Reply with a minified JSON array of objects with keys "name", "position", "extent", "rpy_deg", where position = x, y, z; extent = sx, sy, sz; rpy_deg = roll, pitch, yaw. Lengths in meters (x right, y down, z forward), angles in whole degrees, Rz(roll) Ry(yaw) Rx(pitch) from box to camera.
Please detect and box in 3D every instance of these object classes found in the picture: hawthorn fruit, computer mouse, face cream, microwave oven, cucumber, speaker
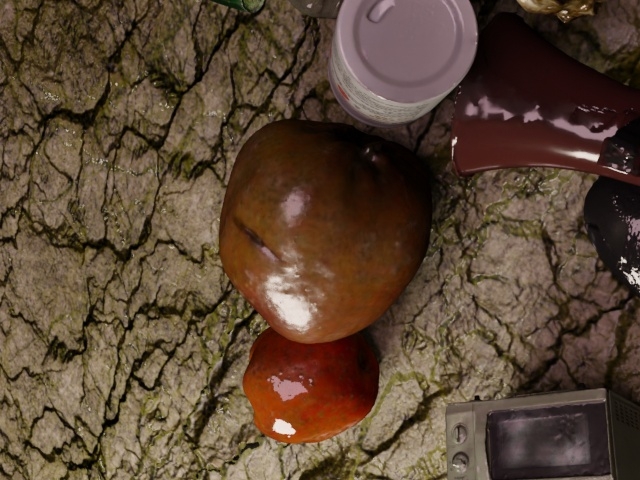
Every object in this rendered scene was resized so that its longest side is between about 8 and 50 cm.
[{"name":"hawthorn fruit","position":[-0.011,0.189,1.401],"extent":[0.189,0.189,0.189],"rpy_deg":[6,101,30]},{"name":"computer mouse","position":[0.390,0.006,1.181],"extent":[0.217,0.073,0.122],"rpy_deg":[45,117,15]},{"name":"hawthorn fruit","position":[0.000,0.000,1.306],"extent":[0.267,0.267,0.301],"rpy_deg":[35,120,21]},{"name":"face cream","position":[0.080,-0.206,1.203],"extent":[0.145,0.369,0.145],"rpy_deg":[0,91,-2]},{"name":"microwave oven","position":[0.272,0.247,1.238],"extent":[0.205,0.163,0.129],"rpy_deg":[-12,68,31]},{"name":"cucumber","position":[-0.130,-0.351,1.449],"extent":[0.105,0.048,0.048],"rpy_deg":[19,107,30]},{"name":"speaker","position":[0.302,-0.135,1.092],"extent":[0.329,0.259,0.198],"rpy_deg":[19,81,31]}]

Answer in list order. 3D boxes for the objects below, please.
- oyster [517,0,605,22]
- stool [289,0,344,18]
[{"name":"oyster","position":[0.191,-0.281,1.040],"extent":[0.111,0.396,0.204],"rpy_deg":[-51,44,31]},{"name":"stool","position":[0.036,-0.432,1.233],"extent":[0.310,0.226,0.311],"rpy_deg":[0,97,31]}]
